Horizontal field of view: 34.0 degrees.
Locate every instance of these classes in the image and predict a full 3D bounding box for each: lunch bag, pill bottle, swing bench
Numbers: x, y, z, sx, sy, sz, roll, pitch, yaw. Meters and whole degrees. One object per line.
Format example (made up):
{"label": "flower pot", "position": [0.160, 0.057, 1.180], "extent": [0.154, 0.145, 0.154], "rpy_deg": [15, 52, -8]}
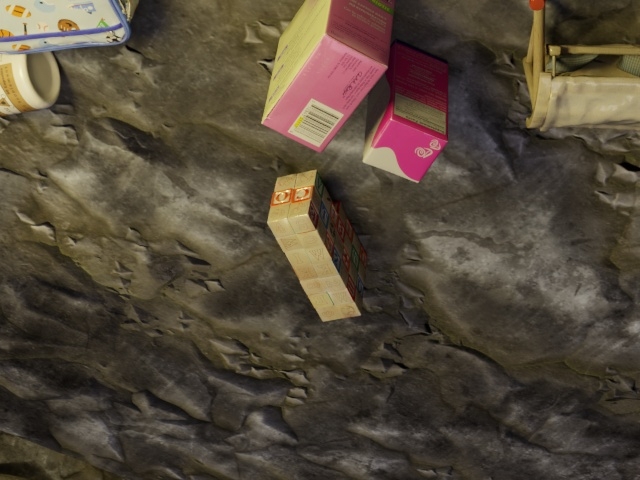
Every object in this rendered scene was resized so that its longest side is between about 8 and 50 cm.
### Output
{"label": "lunch bag", "position": [-0.458, -0.413, 1.740], "extent": [0.303, 0.115, 0.243], "rpy_deg": [-1, 147, 12]}
{"label": "pill bottle", "position": [-0.608, -0.289, 1.920], "extent": [0.229, 0.131, 0.131], "rpy_deg": [-8, 134, 17]}
{"label": "swing bench", "position": [0.466, -0.269, 1.692], "extent": [0.253, 0.255, 0.165], "rpy_deg": [4, 137, 5]}

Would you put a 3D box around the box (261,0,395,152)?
{"label": "box", "position": [0.016, -0.310, 1.724], "extent": [0.117, 0.243, 0.213], "rpy_deg": [25, 134, -17]}

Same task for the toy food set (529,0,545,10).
{"label": "toy food set", "position": [0.377, -0.470, 1.601], "extent": [0.111, 0.105, 0.232], "rpy_deg": [30, 132, -22]}

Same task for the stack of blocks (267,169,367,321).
{"label": "stack of blocks", "position": [0.000, 0.000, 2.105], "extent": [0.087, 0.171, 0.297], "rpy_deg": [-11, 133, 19]}

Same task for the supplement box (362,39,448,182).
{"label": "supplement box", "position": [0.148, -0.225, 1.810], "extent": [0.114, 0.220, 0.111], "rpy_deg": [21, 136, -13]}
